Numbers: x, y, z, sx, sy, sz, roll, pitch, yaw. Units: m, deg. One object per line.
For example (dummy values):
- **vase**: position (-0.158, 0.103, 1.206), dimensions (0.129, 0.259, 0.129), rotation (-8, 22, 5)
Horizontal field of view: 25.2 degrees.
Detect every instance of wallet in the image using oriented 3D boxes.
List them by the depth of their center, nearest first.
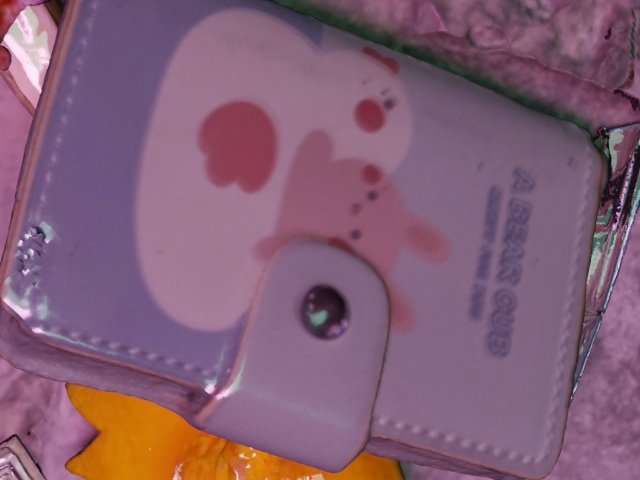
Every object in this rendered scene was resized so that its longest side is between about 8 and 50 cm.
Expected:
- **wallet**: position (0.000, 0.000, 0.816), dimensions (0.360, 0.083, 0.252), rotation (19, 73, -22)

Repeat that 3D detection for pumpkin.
- **pumpkin**: position (-0.047, 0.146, 0.888), dimensions (0.130, 0.149, 0.254), rotation (-31, 84, 36)

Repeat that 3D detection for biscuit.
- **biscuit**: position (-0.181, -0.140, 0.811), dimensions (0.052, 0.056, 0.188), rotation (-34, 107, -6)

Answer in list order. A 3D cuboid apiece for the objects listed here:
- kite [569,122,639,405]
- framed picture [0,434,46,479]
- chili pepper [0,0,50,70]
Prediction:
- **kite**: position (0.086, 0.013, 0.928), dimensions (0.335, 0.011, 0.314), rotation (-30, 105, -7)
- **framed picture**: position (-0.213, 0.288, 0.908), dimensions (0.216, 0.016, 0.273), rotation (-32, 106, -5)
- **chili pepper**: position (-0.287, -0.181, 0.684), dimensions (0.305, 0.229, 0.251), rotation (-2, 102, 20)
